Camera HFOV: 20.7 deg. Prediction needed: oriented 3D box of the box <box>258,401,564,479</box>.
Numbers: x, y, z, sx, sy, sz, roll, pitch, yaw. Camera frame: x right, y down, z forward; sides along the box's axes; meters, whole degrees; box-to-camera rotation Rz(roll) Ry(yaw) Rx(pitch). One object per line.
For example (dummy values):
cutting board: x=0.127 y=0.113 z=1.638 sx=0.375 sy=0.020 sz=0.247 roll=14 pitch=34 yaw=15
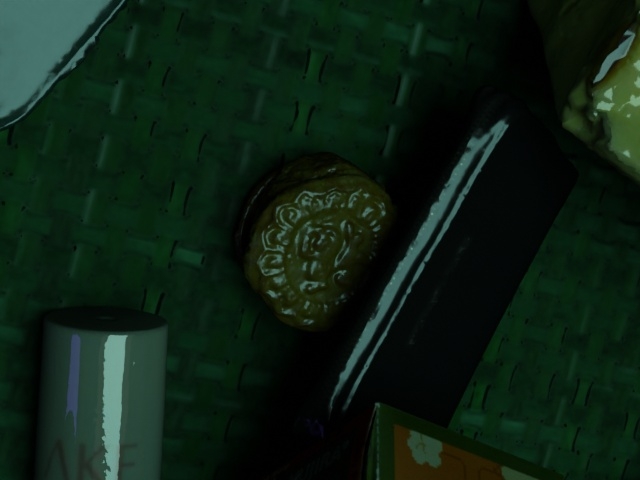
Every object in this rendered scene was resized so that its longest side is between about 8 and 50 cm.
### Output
box: x=0.021 y=0.217 z=0.944 sx=0.148 sy=0.195 sz=0.177 roll=25 pitch=48 yaw=-29

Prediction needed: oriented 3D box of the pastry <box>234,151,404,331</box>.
pastry: x=0.000 y=0.000 z=1.008 sx=0.109 sy=0.057 sz=0.097 roll=-14 pitch=111 yaw=-22

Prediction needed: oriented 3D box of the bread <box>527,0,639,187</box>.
bread: x=0.287 y=-0.106 z=0.999 sx=0.263 sy=0.198 sz=0.236 roll=34 pitch=117 yaw=-28

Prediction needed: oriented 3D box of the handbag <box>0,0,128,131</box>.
handbag: x=-0.157 y=-0.233 z=0.865 sx=0.326 sy=0.089 sz=0.238 roll=-49 pitch=117 yaw=-10

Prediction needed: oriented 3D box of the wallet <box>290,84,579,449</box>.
wallet: x=0.070 y=0.038 z=1.025 sx=0.250 sy=0.044 sz=0.149 roll=-60 pitch=150 yaw=-6

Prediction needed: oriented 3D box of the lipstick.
lipstick: x=-0.125 y=0.167 z=0.965 sx=0.070 sy=0.070 sz=0.254 roll=0 pitch=100 yaw=-27
